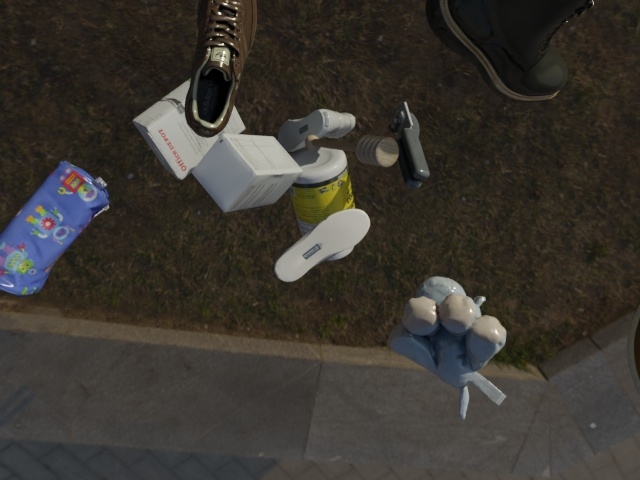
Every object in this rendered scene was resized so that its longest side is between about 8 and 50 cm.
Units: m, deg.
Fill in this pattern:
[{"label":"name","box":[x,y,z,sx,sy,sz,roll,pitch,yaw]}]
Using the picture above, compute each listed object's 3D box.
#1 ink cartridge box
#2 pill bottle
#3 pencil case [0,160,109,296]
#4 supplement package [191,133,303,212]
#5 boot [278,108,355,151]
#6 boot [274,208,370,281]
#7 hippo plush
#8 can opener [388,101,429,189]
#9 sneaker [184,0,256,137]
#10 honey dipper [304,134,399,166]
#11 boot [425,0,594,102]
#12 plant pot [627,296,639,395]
[{"label":"ink cartridge box","box":[-0.314,-0.280,1.198,0.219,0.092,0.160,-43,137,-19]},{"label":"pill bottle","box":[0.012,-0.109,1.524,0.187,0.188,0.334,-12,127,2]},{"label":"pencil case","box":[-0.578,-0.022,1.048,0.133,0.119,0.306,39,79,-21]},{"label":"supplement package","box":[-0.178,-0.174,1.252,0.134,0.244,0.139,-44,80,24]},{"label":"boot","box":[-0.012,-0.309,1.416,0.123,0.258,0.095,-5,92,-35]},{"label":"boot","box":[0.000,0.000,0.883,0.190,0.086,0.069,-31,100,6]},{"label":"hippo plush","box":[0.319,0.188,1.120,0.294,0.236,0.234,43,128,-5]},{"label":"can opener","box":[0.249,-0.255,1.319,0.095,0.284,0.076,10,141,-23]},{"label":"sneaker","box":[-0.101,-0.202,0.527,0.066,0.071,0.189,6,106,-22]},{"label":"honey dipper","box":[0.025,-0.104,0.551,0.030,0.160,0.031,-9,107,-31]},{"label":"boot","box":[0.214,-0.195,0.463,0.197,0.137,0.077,13,84,-33]},{"label":"plant pot","box":[0.446,0.060,0.499,0.237,0.254,0.237,12,115,27]}]
